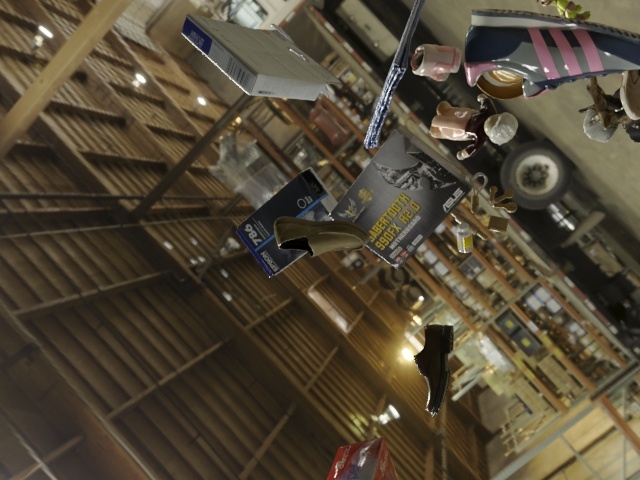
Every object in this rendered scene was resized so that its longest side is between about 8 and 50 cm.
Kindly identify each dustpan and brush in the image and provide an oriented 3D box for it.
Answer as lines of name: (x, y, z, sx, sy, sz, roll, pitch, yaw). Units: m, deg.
dustpan and brush: (-0.045, -0.427, 1.357, 0.211, 0.060, 0.147, 36, -166, -10)

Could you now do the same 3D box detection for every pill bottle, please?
pill bottle: (0.416, -0.008, 1.647, 0.043, 0.043, 0.083, -117, 10, -56)

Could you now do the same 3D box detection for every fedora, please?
fedora: (0.439, -0.414, 1.293, 0.194, 0.194, 0.079, 44, -176, -13)

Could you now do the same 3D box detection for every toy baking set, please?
toy baking set: (0.522, -0.122, 1.878, 0.256, 0.197, 0.030, 38, 169, 22)

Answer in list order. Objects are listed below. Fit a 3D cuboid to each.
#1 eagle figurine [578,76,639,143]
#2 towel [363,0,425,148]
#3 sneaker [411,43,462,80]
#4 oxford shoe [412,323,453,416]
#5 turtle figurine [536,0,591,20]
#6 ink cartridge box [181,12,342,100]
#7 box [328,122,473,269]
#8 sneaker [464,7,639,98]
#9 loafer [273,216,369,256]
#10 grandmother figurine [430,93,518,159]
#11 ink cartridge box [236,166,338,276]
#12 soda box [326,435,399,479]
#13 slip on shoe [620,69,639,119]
eagle figurine: (0.831, -0.352, 1.431, 0.225, 0.298, 0.227, -104, 5, -60)
towel: (0.178, -0.387, 1.327, 0.040, 0.243, 0.336, 19, 158, 0)
sneaker: (0.178, -0.288, 0.919, 0.070, 0.051, 0.134, 4, -170, -1)
oxford shoe: (0.281, 0.325, 1.441, 0.096, 0.227, 0.083, 3, 167, 19)
turtle figurine: (0.664, -0.692, 1.608, 0.217, 0.087, 0.269, 32, -164, -23)
ink cartridge box: (-0.104, -0.332, 1.048, 0.223, 0.045, 0.223, -11, -133, -47)
box: (0.154, -0.082, 1.116, 0.183, 0.231, 0.056, 38, -150, -2)
sneaker: (0.392, -0.290, 0.926, 0.318, 0.131, 0.112, 14, -153, 12)
loafer: (0.000, 0.000, 0.863, 0.056, 0.147, 0.050, 83, -167, -59)
grandmother figurine: (0.464, -0.347, 1.736, 0.103, 0.208, 0.342, 6, -170, -24)
ink cartridge box: (-0.093, -0.027, 1.446, 0.165, 0.332, 0.065, 52, -142, -1)
soda box: (0.054, 0.393, 0.836, 0.263, 0.083, 0.092, -28, -82, -76)
slip on shoe: (0.600, -0.298, 1.078, 0.051, 0.136, 0.041, 6, 172, -28)
